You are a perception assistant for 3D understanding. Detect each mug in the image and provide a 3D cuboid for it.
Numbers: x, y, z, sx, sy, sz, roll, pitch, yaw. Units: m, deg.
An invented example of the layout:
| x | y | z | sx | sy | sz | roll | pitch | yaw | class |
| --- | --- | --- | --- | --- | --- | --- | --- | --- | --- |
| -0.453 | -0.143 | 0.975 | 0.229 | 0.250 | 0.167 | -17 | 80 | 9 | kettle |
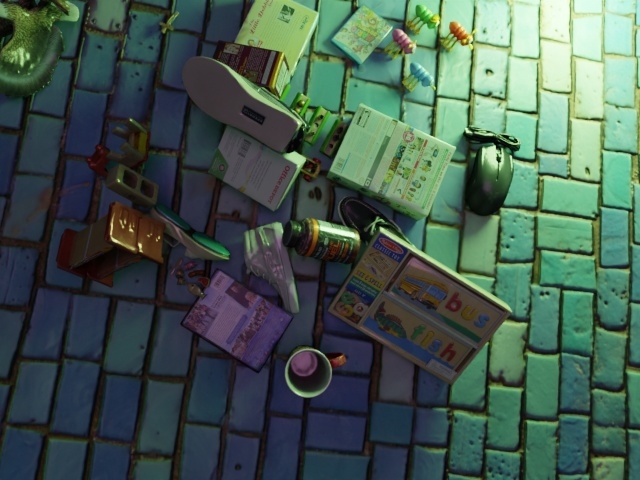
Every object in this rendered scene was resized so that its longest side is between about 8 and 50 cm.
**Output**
| x | y | z | sx | sy | sz | roll | pitch | yaw | class |
| --- | --- | --- | --- | --- | --- | --- | --- | --- | --- |
| -0.020 | 0.329 | 1.079 | 0.150 | 0.169 | 0.113 | 13 | 81 | -5 | mug |

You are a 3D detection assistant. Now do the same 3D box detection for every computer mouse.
| x | y | z | sx | sy | sz | roll | pitch | yaw | class |
| --- | --- | --- | --- | --- | --- | --- | --- | --- | --- |
| 0.507 | -0.210 | 1.251 | 0.188 | 0.072 | 0.272 | 12 | 82 | -5 | computer mouse |

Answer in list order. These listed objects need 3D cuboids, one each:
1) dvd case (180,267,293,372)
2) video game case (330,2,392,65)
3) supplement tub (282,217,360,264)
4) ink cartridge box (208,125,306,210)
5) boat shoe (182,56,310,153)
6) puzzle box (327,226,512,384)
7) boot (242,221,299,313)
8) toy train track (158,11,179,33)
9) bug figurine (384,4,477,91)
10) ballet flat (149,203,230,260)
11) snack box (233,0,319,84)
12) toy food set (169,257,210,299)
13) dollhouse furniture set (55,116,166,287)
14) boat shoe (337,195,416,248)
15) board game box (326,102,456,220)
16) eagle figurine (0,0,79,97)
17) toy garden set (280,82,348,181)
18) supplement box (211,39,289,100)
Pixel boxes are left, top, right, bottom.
| x | y | z | sx | sy | sz | roll | pitch | yaw | class |
| --- | --- | --- | --- | --- | --- | --- | --- | --- | --- |
| -0.226 | 0.218 | 1.146 | 0.253 | 0.022 | 0.180 | 33 | 82 | -2 | dvd case |
| 0.127 | -0.634 | 1.292 | 0.119 | 0.015 | 0.166 | 39 | 81 | 0 | video game case |
| 0.000 | 0.000 | 1.129 | 0.197 | 0.106 | 0.106 | 11 | 82 | -23 | supplement tub |
| -0.170 | -0.203 | 1.137 | 0.212 | 0.093 | 0.154 | 31 | 116 | 0 | ink cartridge box |
| -0.179 | -0.337 | 1.073 | 0.340 | 0.158 | 0.127 | 36 | 107 | 0 | boat shoe |
| 0.260 | 0.180 | 1.132 | 0.408 | 0.052 | 0.272 | 31 | 106 | -2 | puzzle box |
| -0.138 | 0.084 | 1.146 | 0.123 | 0.095 | 0.258 | -14 | 76 | -2 | boot |
| -0.441 | -0.638 | 1.234 | 0.048 | 0.014 | 0.083 | 27 | 75 | 5 | toy train track |
| 0.331 | -0.600 | 1.281 | 0.216 | 0.072 | 0.279 | 42 | 81 | 0 | bug figurine |
| -0.361 | -0.003 | 1.139 | 0.248 | 0.086 | 0.086 | 36 | 81 | 1 | ballet flat |
| -0.151 | -0.557 | 1.229 | 0.187 | 0.060 | 0.322 | 24 | 82 | -4 | snack box |
| -0.349 | 0.097 | 1.136 | 0.122 | 0.019 | 0.078 | 29 | 81 | 10 | toy food set |
| -0.516 | -0.097 | 1.082 | 0.201 | 0.152 | 0.374 | -20 | 58 | 25 | dollhouse furniture set |
| 0.172 | -0.017 | 1.181 | 0.302 | 0.091 | 0.114 | 42 | 81 | 0 | boat shoe |
| 0.200 | -0.222 | 1.209 | 0.303 | 0.097 | 0.224 | 25 | 82 | -1 | board game box |
| -0.811 | -0.568 | 1.122 | 0.298 | 0.225 | 0.226 | -47 | 45 | 19 | eagle figurine |
| -0.061 | -0.304 | 1.184 | 0.244 | 0.049 | 0.204 | 29 | 86 | -17 | toy garden set |
| -0.191 | -0.451 | 1.120 | 0.188 | 0.081 | 0.104 | 15 | 82 | 10 | supplement box |
